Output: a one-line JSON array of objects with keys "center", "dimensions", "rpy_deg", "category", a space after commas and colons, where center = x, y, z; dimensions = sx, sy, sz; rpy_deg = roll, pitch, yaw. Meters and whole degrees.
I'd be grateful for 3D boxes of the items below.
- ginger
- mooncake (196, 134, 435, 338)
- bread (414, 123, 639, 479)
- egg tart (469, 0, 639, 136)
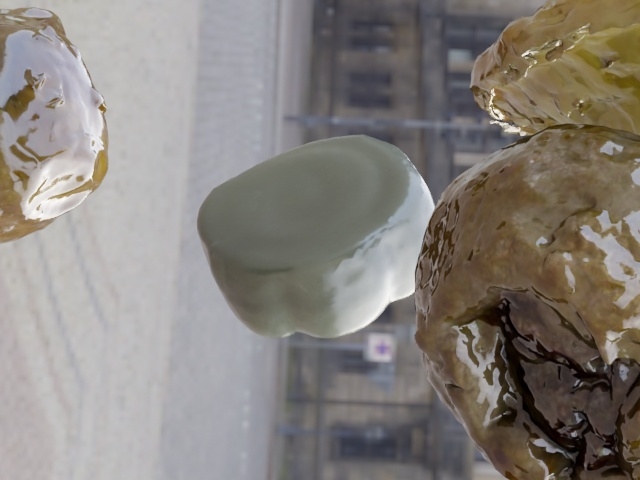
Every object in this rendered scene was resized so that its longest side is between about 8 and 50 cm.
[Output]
[{"center": [-0.330, -0.095, 1.548], "dimensions": [0.200, 0.269, 0.223], "rpy_deg": [66, -31, 19], "category": "ginger"}, {"center": [0.000, 0.000, 1.857], "dimensions": [0.275, 0.275, 0.135], "rpy_deg": [-87, 165, -54], "category": "mooncake"}, {"center": [0.142, 0.050, 0.891], "dimensions": [0.123, 0.230, 0.230], "rpy_deg": [-32, 141, -33], "category": "bread"}, {"center": [0.314, -0.093, 1.049], "dimensions": [0.443, 0.443, 0.178], "rpy_deg": [92, -9, -83], "category": "egg tart"}]
